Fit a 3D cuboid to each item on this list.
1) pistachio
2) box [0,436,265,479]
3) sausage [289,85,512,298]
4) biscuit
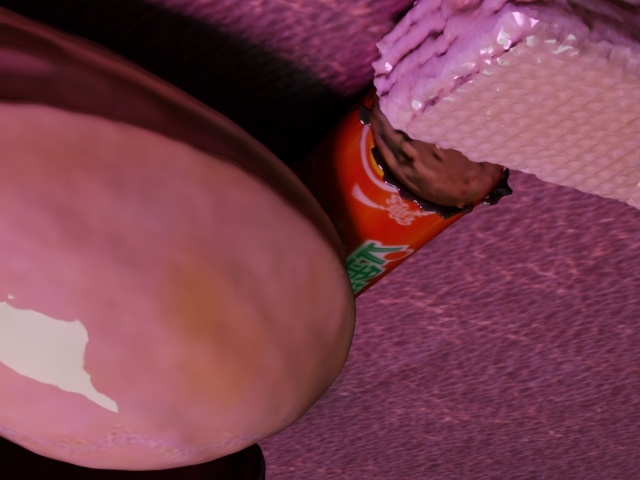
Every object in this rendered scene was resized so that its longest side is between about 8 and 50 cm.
[{"bbox_3d":[-0.111,0.002,0.802,0.293,0.162,0.181,35,125,-29],"label":"pistachio"},{"bbox_3d":[-0.235,0.160,1.101,0.404,0.108,0.263,-4,-164,5],"label":"box"},{"bbox_3d":[0.000,0.000,0.921,0.083,0.083,0.264,10,154,-23],"label":"sausage"},{"bbox_3d":[0.147,-0.061,0.806,0.239,0.061,0.108,14,151,-30],"label":"biscuit"}]
